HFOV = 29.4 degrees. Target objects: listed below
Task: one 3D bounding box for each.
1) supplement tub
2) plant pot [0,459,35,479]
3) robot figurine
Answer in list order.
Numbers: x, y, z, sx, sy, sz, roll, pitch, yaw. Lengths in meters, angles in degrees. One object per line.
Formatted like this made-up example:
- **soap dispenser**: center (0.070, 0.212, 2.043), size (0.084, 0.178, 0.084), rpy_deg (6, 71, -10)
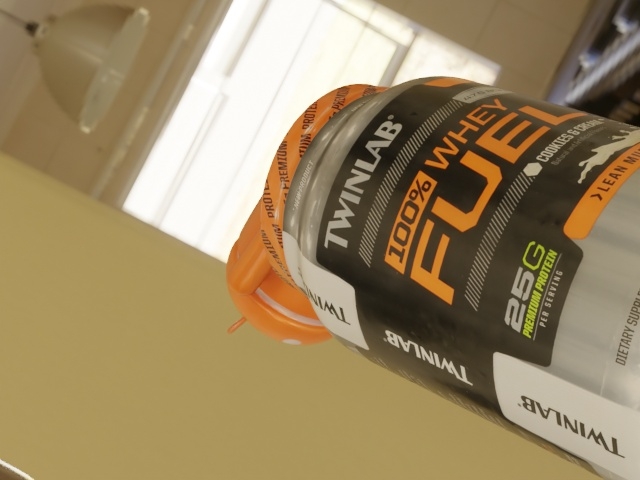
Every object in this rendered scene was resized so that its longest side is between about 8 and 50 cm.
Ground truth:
- **supplement tub**: center (0.123, 0.013, 0.735), size (0.193, 0.316, 0.194), rpy_deg (-22, -58, -40)
- **plant pot**: center (-0.317, 0.207, 0.801), size (0.263, 0.229, 0.263), rpy_deg (-55, 24, 40)
- **robot figurine**: center (0.002, 0.000, 1.030), size (0.219, 0.128, 0.158), rpy_deg (-56, 12, 32)
